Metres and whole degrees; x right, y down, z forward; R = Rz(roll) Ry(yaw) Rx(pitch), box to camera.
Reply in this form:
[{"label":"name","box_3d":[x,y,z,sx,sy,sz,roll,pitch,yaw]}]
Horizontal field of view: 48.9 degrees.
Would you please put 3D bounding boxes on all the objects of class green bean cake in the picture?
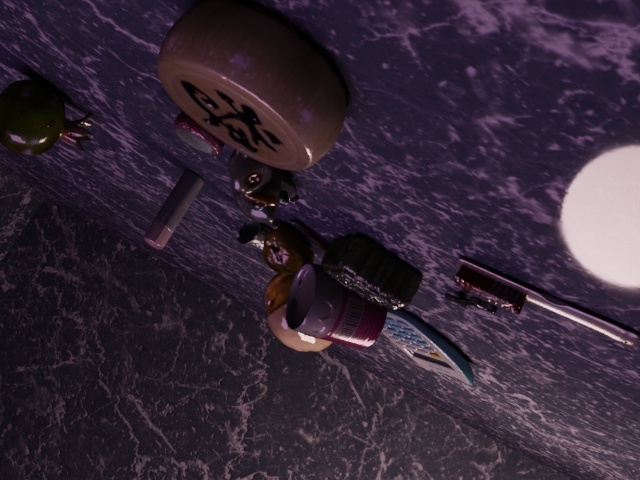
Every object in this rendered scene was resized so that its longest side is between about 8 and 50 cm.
[{"label":"green bean cake","box_3d":[0.104,0.070,1.523,0.183,0.094,0.185,33,171,-15]}]

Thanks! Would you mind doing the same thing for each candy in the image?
[{"label":"candy","box_3d":[-0.225,-0.202,1.315,0.103,0.043,0.103,26,166,7]}]

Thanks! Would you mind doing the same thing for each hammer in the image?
[{"label":"hammer","box_3d":[0.000,0.000,1.624,0.178,0.021,0.065,40,163,-25]}]

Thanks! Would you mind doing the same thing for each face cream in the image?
[{"label":"face cream","box_3d":[0.037,0.154,1.673,0.195,0.175,0.175,18,171,-22]},{"label":"face cream","box_3d":[-0.355,-0.074,1.699,0.057,0.198,0.084,31,165,-1]}]

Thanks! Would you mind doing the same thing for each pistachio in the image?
[{"label":"pistachio","box_3d":[-0.075,0.037,1.727,0.110,0.100,0.189,27,165,27]},{"label":"pistachio","box_3d":[-0.045,0.209,2.084,0.230,0.230,0.309,20,158,34]}]

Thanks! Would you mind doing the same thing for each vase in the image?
[{"label":"vase","box_3d":[-0.134,0.008,1.808,0.081,0.081,0.149,13,163,49]}]

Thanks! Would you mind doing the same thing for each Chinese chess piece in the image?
[{"label":"Chinese chess piece","box_3d":[-0.089,-0.199,0.927,0.257,0.104,0.257,29,165,8]}]

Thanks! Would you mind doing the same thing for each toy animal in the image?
[{"label":"toy animal","box_3d":[-0.127,-0.117,1.279,0.138,0.108,0.236,22,163,32]}]

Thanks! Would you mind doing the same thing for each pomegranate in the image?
[{"label":"pomegranate","box_3d":[-0.657,-0.281,1.672,0.224,0.181,0.181,19,170,-19]}]

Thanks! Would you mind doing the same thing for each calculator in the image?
[{"label":"calculator","box_3d":[0.266,0.279,1.993,0.386,0.054,0.256,40,163,-31]}]

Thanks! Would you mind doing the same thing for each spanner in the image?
[{"label":"spanner","box_3d":[0.289,0.120,1.372,0.054,0.015,0.254,24,176,-1]}]

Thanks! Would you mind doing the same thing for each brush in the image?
[{"label":"brush","box_3d":[0.378,0.115,1.208,0.321,0.050,0.060,24,161,20]}]
